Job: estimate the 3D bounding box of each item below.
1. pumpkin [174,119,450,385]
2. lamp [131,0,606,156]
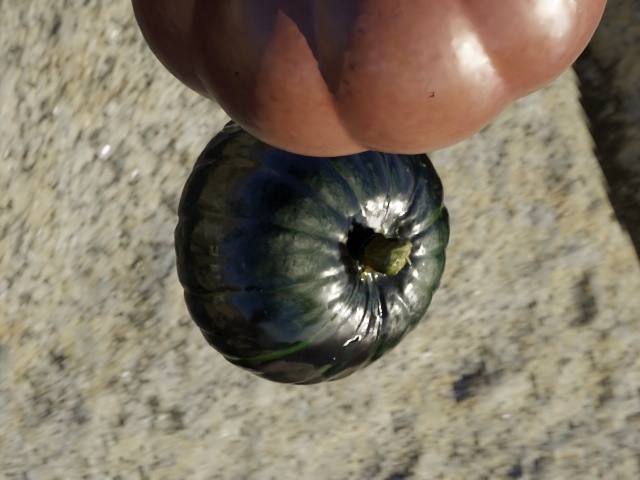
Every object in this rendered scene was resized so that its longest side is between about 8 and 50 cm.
[{"bbox_3d":[0.000,0.000,1.485,0.250,0.216,0.249,-7,102,-36],"label":"pumpkin"},{"bbox_3d":[0.037,-0.184,1.042,0.305,0.239,0.305,-8,64,16],"label":"lamp"}]
